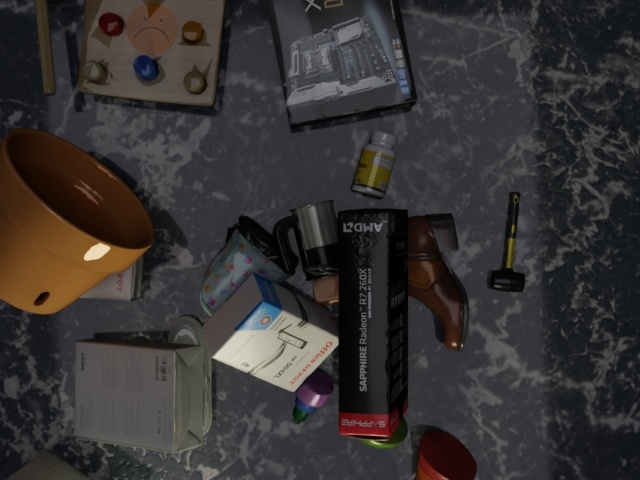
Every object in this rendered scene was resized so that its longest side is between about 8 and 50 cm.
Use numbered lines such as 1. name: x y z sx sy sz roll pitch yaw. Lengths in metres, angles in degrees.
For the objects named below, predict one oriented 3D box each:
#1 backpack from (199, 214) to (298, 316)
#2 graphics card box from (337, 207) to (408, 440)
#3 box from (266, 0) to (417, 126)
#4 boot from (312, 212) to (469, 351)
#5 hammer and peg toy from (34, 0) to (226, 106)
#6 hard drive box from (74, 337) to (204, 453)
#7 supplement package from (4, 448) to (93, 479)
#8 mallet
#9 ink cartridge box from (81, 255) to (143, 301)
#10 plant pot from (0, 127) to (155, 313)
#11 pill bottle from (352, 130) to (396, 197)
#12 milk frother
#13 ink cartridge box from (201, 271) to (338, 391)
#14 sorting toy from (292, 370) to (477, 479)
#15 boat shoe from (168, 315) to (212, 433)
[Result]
1. backpack: -0.146 0.064 1.751 0.152 0.115 0.182 40 93 -3
2. graphics card box: 0.094 0.129 1.630 0.094 0.233 0.371 1 94 13
3. box: 0.032 -0.381 1.770 0.242 0.076 0.308 -10 90 0
4. boot: 0.125 0.092 1.764 0.280 0.096 0.264 -9 92 1
5. hammer and peg toy: -0.359 -0.380 1.742 0.361 0.127 0.266 5 92 -1
6. hard drive box: -0.327 0.272 1.712 0.232 0.089 0.181 2 91 28
7. supplement package: -0.490 0.525 1.673 0.199 0.262 0.198 34 90 0
8. mallet: 0.368 0.005 1.797 0.062 0.039 0.190 13 86 -1
9. ink cartridge box: -0.436 0.026 1.758 0.212 0.093 0.154 4 90 1
10. plant pot: -0.451 -0.015 1.590 0.291 0.291 0.203 41 106 0
11. pill bottle: 0.104 -0.142 1.777 0.065 0.065 0.116 17 89 -1
12. milk frother: 0.000 0.000 1.683 0.129 0.143 0.135 -14 90 -38
13. ink cartridge box: -0.084 0.166 1.700 0.203 0.086 0.148 29 111 -37
14. sorting toy: 0.102 0.381 1.777 0.365 0.127 0.126 28 119 2
15. boat shoe: -0.238 0.253 1.766 0.079 0.081 0.228 -7 90 -1
